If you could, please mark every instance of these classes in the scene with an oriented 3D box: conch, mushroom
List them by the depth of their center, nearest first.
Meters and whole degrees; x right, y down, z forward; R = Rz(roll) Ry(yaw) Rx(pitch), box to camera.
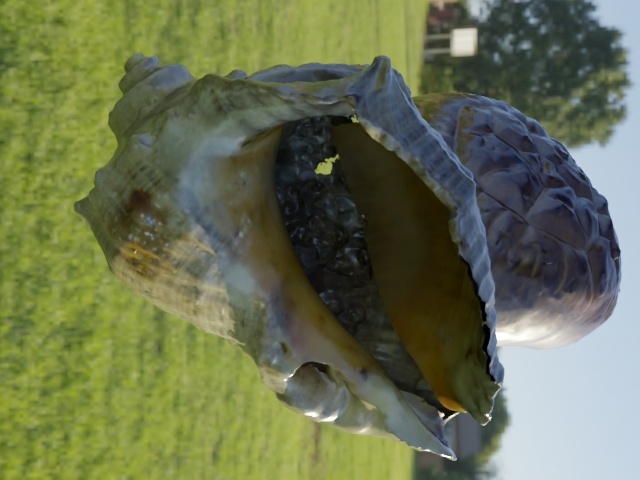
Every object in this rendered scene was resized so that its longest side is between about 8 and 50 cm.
[{"bbox_3d":[0.000,0.000,0.525,0.245,0.163,0.178,54,-20,0],"label":"conch"},{"bbox_3d":[0.128,-0.016,0.891,0.153,0.253,0.253,-52,-160,33],"label":"mushroom"}]
